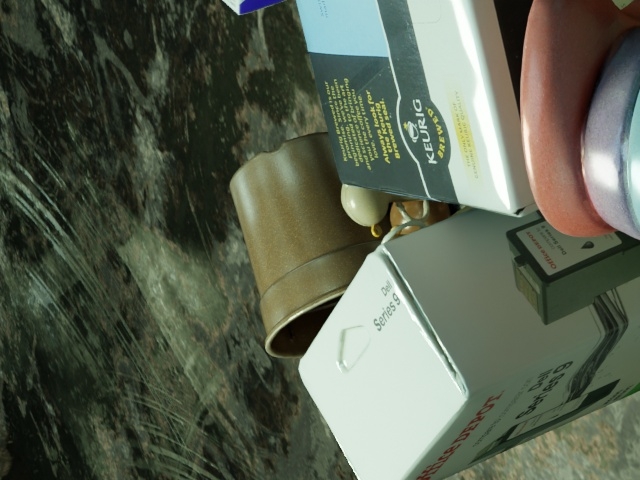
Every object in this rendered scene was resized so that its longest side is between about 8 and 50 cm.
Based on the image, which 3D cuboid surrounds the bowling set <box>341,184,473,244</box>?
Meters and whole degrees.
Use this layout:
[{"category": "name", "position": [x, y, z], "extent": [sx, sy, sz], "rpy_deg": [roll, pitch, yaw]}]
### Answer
[{"category": "bowling set", "position": [0.084, 0.006, 1.559], "extent": [0.200, 0.154, 0.287], "rpy_deg": [-19, 91, 64]}]

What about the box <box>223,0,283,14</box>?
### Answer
[{"category": "box", "position": [-0.078, -0.303, 1.740], "extent": [0.126, 0.072, 0.137], "rpy_deg": [45, 145, 39]}]

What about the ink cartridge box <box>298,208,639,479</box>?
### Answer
[{"category": "ink cartridge box", "position": [0.154, 0.052, 1.301], "extent": [0.122, 0.289, 0.211], "rpy_deg": [60, 153, 19]}]

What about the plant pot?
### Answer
[{"category": "plant pot", "position": [0.000, 0.000, 1.731], "extent": [0.165, 0.167, 0.167], "rpy_deg": [68, 155, 20]}]

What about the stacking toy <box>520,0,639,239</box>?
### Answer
[{"category": "stacking toy", "position": [0.250, -0.128, 1.036], "extent": [0.130, 0.309, 0.280], "rpy_deg": [11, 104, 37]}]

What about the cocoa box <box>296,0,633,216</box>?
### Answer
[{"category": "cocoa box", "position": [0.117, -0.220, 1.236], "extent": [0.228, 0.231, 0.347], "rpy_deg": [12, 119, 61]}]
